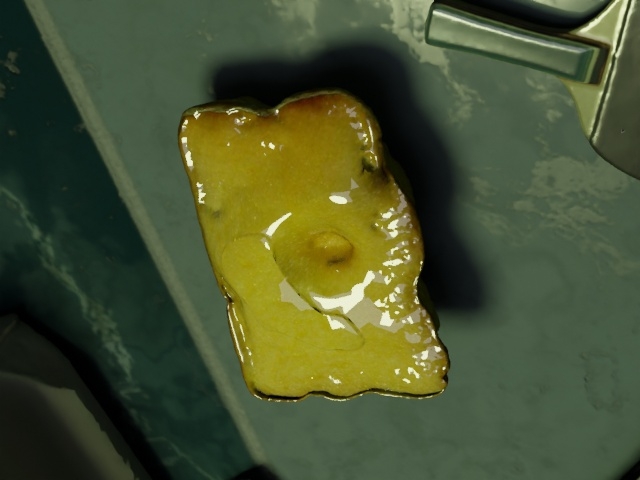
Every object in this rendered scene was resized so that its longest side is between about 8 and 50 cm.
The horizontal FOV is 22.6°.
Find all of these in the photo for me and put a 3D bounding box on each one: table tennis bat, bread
[{"bbox_3d":[0.197,-0.102,0.978,0.274,0.021,0.154,16,128,8],"label":"table tennis bat"},{"bbox_3d":[0.000,0.000,1.088,0.161,0.088,0.233,-6,119,19],"label":"bread"}]

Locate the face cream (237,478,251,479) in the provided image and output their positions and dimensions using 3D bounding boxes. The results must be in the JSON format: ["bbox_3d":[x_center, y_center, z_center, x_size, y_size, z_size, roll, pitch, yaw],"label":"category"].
[{"bbox_3d":[0.018,0.311,1.308,0.291,0.071,0.144,45,126,-14],"label":"face cream"}]

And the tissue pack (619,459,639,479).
[{"bbox_3d":[0.286,0.290,1.160,0.259,0.122,0.361,31,127,-6],"label":"tissue pack"}]

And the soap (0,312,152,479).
[{"bbox_3d":[-0.287,0.300,1.331,0.350,0.213,0.435,-20,115,29],"label":"soap"}]
